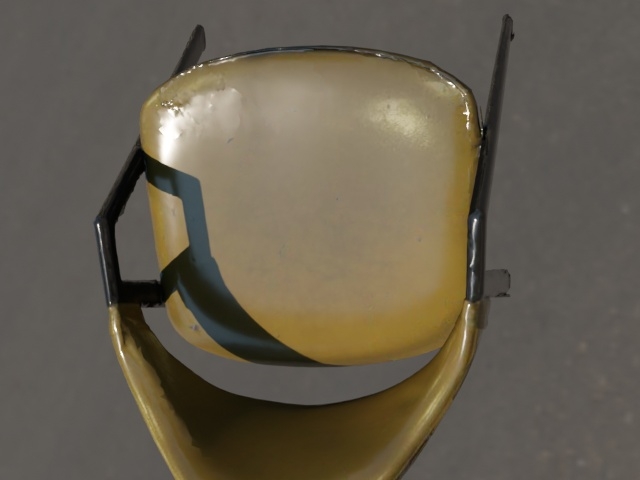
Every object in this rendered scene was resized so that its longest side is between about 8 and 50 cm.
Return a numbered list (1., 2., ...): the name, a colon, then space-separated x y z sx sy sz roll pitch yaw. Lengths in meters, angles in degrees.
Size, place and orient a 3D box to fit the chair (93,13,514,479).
1. chair: 0.000 0.000 0.837 0.247 0.159 0.172 -52 -40 -74
